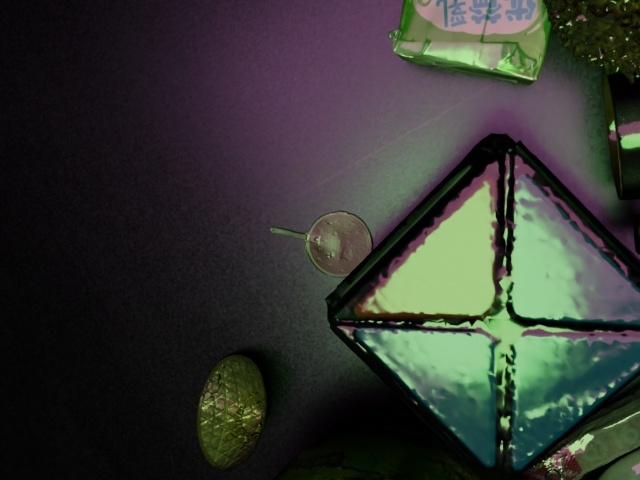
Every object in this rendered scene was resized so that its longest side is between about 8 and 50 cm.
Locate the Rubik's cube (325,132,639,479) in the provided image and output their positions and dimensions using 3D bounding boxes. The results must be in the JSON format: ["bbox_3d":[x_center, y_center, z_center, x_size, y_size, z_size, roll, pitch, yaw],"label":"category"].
[{"bbox_3d":[0.186,0.054,0.774,0.248,0.250,0.246,46,105,5],"label":"Rubik's cube"}]

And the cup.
[{"bbox_3d":[0.381,-0.090,0.727,0.177,0.166,0.239,-7,57,18],"label":"cup"}]

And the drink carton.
[{"bbox_3d":[0.181,-0.312,0.788,0.161,0.108,0.271,14,101,11],"label":"drink carton"}]

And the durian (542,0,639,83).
[{"bbox_3d":[0.304,-0.236,0.668,0.196,0.167,0.196,5,100,30],"label":"durian"}]

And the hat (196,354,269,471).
[{"bbox_3d":[-0.092,0.224,0.964,0.146,0.067,0.146,-21,61,43],"label":"hat"}]

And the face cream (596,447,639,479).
[{"bbox_3d":[0.444,0.314,0.832,0.420,0.137,0.235,-32,85,8],"label":"face cream"}]

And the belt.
[{"bbox_3d":[0.333,0.223,0.859,0.232,0.071,0.053,-35,89,19],"label":"belt"}]

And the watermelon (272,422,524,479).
[{"bbox_3d":[0.082,0.364,0.801,0.363,0.363,0.363,2,99,13],"label":"watermelon"}]

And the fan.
[{"bbox_3d":[0.000,0.000,0.932,0.133,0.005,0.085,13,102,10],"label":"fan"}]
